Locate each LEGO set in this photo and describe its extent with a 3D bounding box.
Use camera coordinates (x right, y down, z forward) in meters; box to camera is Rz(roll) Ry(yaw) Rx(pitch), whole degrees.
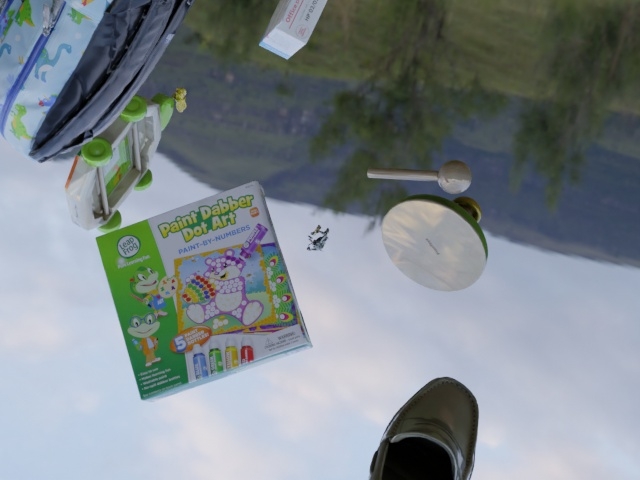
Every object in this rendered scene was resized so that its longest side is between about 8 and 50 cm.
[{"bbox_3d":[-0.002,0.002,1.964,0.023,0.054,0.083,40,-172,16],"label":"LEGO set"}]

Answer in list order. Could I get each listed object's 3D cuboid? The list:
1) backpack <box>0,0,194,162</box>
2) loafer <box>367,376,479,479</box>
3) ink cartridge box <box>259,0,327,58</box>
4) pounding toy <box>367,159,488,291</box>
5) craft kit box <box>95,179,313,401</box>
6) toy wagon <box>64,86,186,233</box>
[{"bbox_3d":[-0.348,-0.281,1.540,0.273,0.355,0.290,26,-159,6],"label":"backpack"},{"bbox_3d":[0.107,0.236,1.115,0.112,0.111,0.319,28,-145,4],"label":"loafer"},{"bbox_3d":[-0.041,-0.379,1.841,0.061,0.104,0.181,26,173,-12],"label":"ink cartridge box"},{"bbox_3d":[0.196,-0.041,1.771,0.183,0.237,0.110,4,-144,32],"label":"pounding toy"},{"bbox_3d":[-0.165,0.071,1.531,0.250,0.246,0.061,-20,164,4],"label":"craft kit box"},{"bbox_3d":[-0.379,-0.178,2.146,0.068,0.267,0.344,27,-119,9],"label":"toy wagon"}]
